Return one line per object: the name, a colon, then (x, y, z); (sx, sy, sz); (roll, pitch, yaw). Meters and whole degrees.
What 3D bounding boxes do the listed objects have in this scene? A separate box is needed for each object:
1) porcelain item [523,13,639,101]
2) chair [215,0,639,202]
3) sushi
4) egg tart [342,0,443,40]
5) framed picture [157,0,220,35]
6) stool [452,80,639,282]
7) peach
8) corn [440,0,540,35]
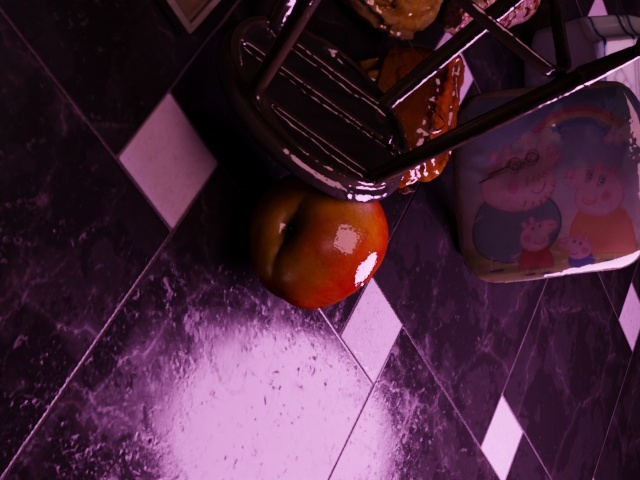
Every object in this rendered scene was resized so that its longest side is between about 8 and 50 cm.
porcelain item: (0.518, -0.279, 1.925); (0.157, 0.286, 0.281); (-5, 93, -18)
chair: (0.106, -0.280, 1.229); (0.365, 0.410, 0.362); (33, 36, -20)
sushi: (0.116, -0.196, 1.535); (0.167, 0.179, 0.296); (48, 55, -62)
egg tart: (0.128, -0.487, 1.555); (0.341, 0.132, 0.341); (3, 86, -51)
framed picture: (-0.183, -0.448, 1.222); (0.240, 0.020, 0.324); (-56, 131, -26)
stool: (0.365, -0.103, 1.685); (0.226, 0.310, 0.310); (-94, 179, -82)
peach: (0.000, 0.000, 1.349); (0.192, 0.190, 0.190); (16, 77, -54)
corn: (0.306, -0.423, 1.827); (0.280, 0.092, 0.092); (-24, 109, -45)
